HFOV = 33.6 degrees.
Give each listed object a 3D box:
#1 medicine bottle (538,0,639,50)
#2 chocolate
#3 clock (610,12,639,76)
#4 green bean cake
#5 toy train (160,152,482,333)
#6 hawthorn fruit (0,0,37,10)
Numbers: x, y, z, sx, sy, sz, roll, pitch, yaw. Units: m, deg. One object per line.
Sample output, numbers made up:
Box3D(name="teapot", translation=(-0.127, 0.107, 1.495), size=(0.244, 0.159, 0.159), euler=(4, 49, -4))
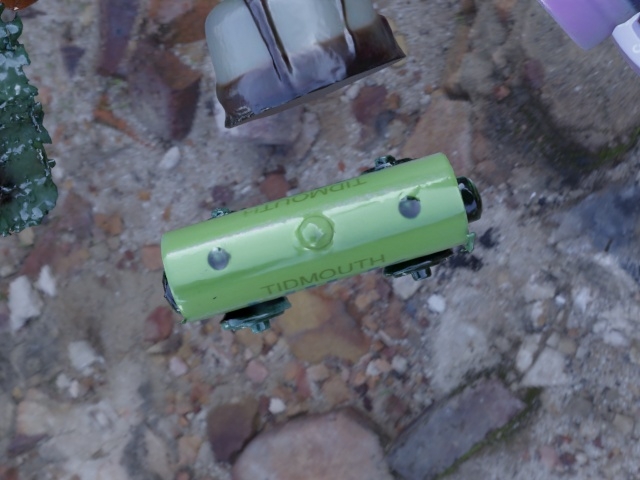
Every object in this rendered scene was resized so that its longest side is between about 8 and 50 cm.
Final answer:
Box3D(name="medicine bottle", translation=(0.174, -0.225, 0.480), size=(0.254, 0.152, 0.152), euler=(-40, 87, 19))
Box3D(name="chocolate", translation=(-0.037, -0.288, 1.474), size=(0.284, 0.283, 0.186), euler=(-19, 95, 25))
Box3D(name="clock", translation=(0.387, -0.221, 1.093), size=(0.172, 0.064, 0.198), euler=(-6, 69, 24))
Box3D(name="green bean cake", translation=(-0.248, -0.092, 0.724), size=(0.193, 0.107, 0.208), euler=(7, 116, 64))
Box3D(name="toy train", translation=(0.000, 0.000, 0.777), size=(0.253, 0.157, 0.105), euler=(-16, 86, 1))
Box3D(name="hawthorn fruit", translation=(-0.325, -0.282, 1.088), size=(0.093, 0.093, 0.093), euler=(6, 106, 20))
